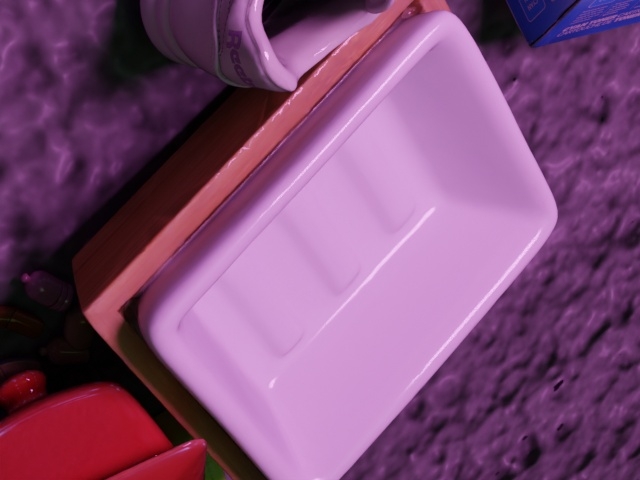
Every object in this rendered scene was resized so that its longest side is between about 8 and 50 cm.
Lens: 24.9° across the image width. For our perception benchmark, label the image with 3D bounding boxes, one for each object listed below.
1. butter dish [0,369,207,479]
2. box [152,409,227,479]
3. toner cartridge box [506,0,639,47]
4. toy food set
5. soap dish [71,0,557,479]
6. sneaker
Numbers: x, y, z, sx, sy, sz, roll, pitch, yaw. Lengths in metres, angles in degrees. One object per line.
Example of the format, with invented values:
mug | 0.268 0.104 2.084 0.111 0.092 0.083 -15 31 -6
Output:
butter dish | -0.160 0.133 0.876 0.160 0.118 0.160 -25 162 -14
box | -0.147 0.200 0.989 0.178 0.042 0.109 -30 128 -19
toner cartridge box | 0.301 -0.230 0.984 0.348 0.075 0.165 -17 165 -27
toy food set | -0.183 0.056 0.901 0.122 0.019 0.078 -23 126 -14
soap dish | 0.000 0.000 0.912 0.291 0.118 0.229 -47 132 -13
sneaker | 0.039 -0.200 0.825 0.305 0.152 0.114 -50 130 -3
